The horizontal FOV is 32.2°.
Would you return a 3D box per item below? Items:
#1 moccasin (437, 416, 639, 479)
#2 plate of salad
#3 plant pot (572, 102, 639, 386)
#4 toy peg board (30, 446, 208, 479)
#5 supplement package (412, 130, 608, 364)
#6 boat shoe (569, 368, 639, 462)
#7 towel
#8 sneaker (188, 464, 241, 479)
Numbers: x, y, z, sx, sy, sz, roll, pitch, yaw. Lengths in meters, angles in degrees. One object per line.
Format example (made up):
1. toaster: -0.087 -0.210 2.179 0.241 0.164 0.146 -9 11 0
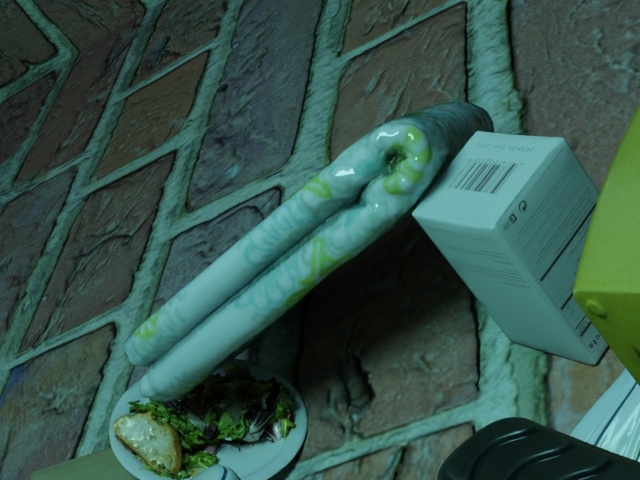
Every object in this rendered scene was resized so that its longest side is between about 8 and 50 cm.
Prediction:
1. moccasin: 0.211 0.229 0.676 0.139 0.147 0.380 -38 22 -23
2. plate of salad: -0.113 0.175 1.115 0.200 0.048 0.200 0 33 0
3. plant pot: 0.288 0.019 0.686 0.187 0.212 0.212 -47 20 -22
4. toy peg board: -0.177 0.279 1.073 0.161 0.079 0.160 -15 38 -21
5. supplement package: 0.184 0.005 0.952 0.105 0.179 0.105 -51 32 -18
6. boat shoe: 0.276 0.106 0.831 0.076 0.083 0.226 31 85 47
7. towel: 0.000 0.000 1.112 0.374 0.090 0.320 -40 -1 21
8. sneaker: -0.178 0.253 0.884 0.258 0.091 0.094 -37 11 -17
